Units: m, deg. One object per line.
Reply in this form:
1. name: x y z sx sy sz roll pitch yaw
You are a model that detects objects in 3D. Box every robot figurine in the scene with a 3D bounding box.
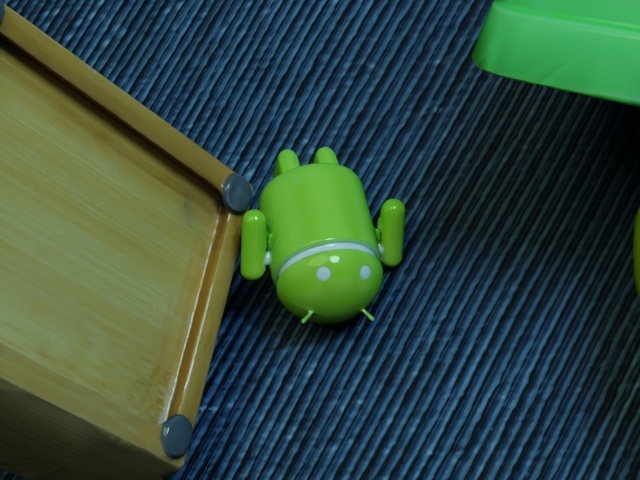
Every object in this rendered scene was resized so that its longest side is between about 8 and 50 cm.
1. robot figurine: 0.000 0.000 0.967 0.101 0.067 0.115 -3 58 -15

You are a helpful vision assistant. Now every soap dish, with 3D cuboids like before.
1. soap dish: -0.169 0.002 0.900 0.118 0.291 0.229 -5 62 39

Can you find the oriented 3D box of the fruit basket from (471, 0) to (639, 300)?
1. fruit basket: 0.274 -0.060 0.821 0.392 0.283 0.392 11 112 28
